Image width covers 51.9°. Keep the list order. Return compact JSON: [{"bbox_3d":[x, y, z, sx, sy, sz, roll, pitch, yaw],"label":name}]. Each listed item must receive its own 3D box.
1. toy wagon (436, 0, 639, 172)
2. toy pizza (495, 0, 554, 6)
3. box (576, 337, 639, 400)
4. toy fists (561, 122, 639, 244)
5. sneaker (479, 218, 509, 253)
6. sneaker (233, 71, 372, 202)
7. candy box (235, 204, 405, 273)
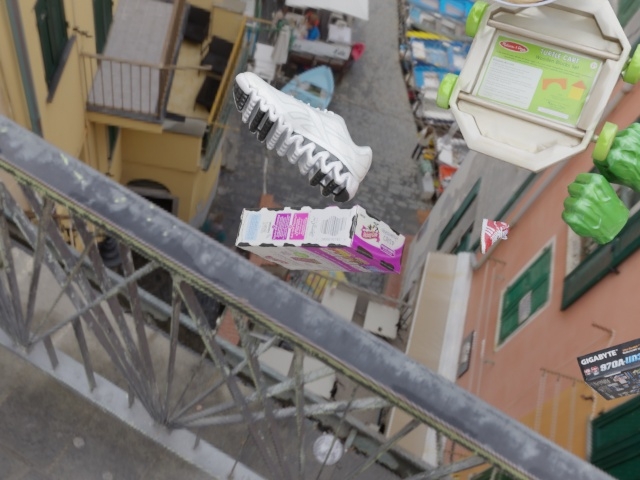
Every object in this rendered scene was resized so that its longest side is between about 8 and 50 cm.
[{"bbox_3d":[0.346,-0.281,0.993,0.267,0.068,0.344,24,98,19],"label":"toy wagon"},{"bbox_3d":[0.270,-0.406,0.843,0.202,0.032,0.201,1,99,4],"label":"toy pizza"},{"bbox_3d":[0.588,0.234,1.212,0.220,0.175,0.051,33,40,-51],"label":"box"},{"bbox_3d":[0.650,-0.134,1.476,0.142,0.096,0.279,36,92,-25],"label":"toy fists"},{"bbox_3d":[0.412,-0.009,1.556,0.067,0.042,0.118,7,41,13],"label":"sneaker"},{"bbox_3d":[-0.031,-0.200,1.175,0.292,0.110,0.118,42,70,-11],"label":"sneaker"},{"bbox_3d":[0.000,0.000,1.091,0.234,0.159,0.071,0,72,35],"label":"candy box"}]
